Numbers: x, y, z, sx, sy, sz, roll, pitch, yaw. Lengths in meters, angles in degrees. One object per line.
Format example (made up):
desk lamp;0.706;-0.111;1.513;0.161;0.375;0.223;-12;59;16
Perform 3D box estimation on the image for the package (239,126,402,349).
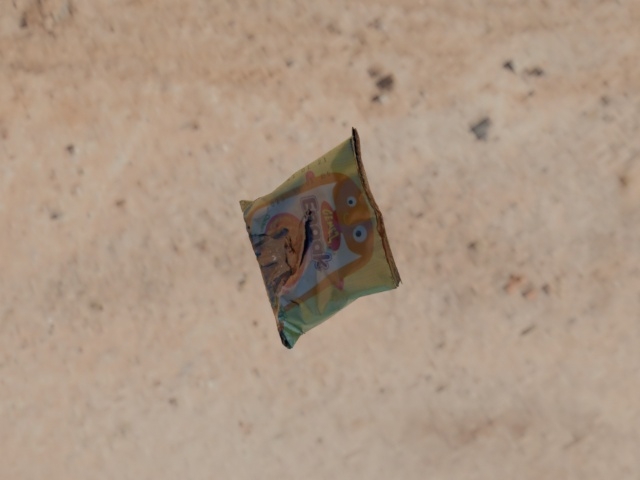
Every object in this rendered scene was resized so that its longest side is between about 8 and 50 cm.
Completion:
package;-0.001;0.001;1.109;0.031;0.108;0.120;3;154;-46
